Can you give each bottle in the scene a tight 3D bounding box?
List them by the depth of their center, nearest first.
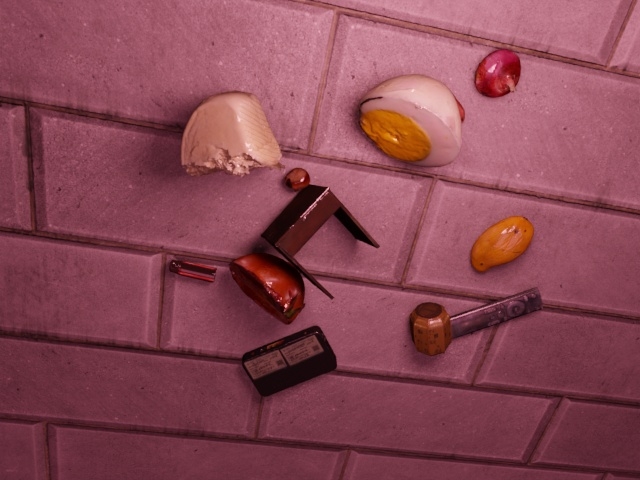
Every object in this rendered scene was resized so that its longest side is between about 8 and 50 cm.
[{"bbox_3d":[-0.459,0.108,1.758,0.164,0.060,0.060,14,114,-10],"label":"bottle"}]

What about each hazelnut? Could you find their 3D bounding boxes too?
[{"bbox_3d":[-0.076,-0.201,1.628,0.086,0.086,0.087,-2,116,-3],"label":"hazelnut"}]

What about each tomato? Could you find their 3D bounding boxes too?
[{"bbox_3d":[-0.164,0.140,1.722,0.170,0.308,0.309,-44,117,-24],"label":"tomato"}]

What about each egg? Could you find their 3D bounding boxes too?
[{"bbox_3d":[0.287,-0.386,1.463,0.336,0.337,0.201,28,75,-16],"label":"egg"}]

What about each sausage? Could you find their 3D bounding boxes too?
[{"bbox_3d":[0.405,-0.425,1.552,0.076,0.076,0.141,-37,113,13],"label":"sausage"}]

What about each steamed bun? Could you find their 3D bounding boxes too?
[{"bbox_3d":[-0.290,-0.294,1.457,0.272,0.290,0.274,-18,98,11],"label":"steamed bun"}]

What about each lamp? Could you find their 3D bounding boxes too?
[{"bbox_3d":[0.425,0.342,1.885,0.161,0.161,0.185,-11,120,1],"label":"lamp"}]

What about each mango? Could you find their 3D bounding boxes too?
[{"bbox_3d":[0.653,0.019,1.766,0.157,0.109,0.262,33,111,-22],"label":"mango"}]

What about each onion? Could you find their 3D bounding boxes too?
[{"bbox_3d":[0.555,-0.494,1.491,0.149,0.140,0.150,-5,133,-5],"label":"onion"}]

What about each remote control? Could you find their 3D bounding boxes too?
[{"bbox_3d":[0.688,0.291,1.940,0.377,0.044,0.107,-20,119,6],"label":"remote control"}]

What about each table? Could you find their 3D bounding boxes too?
[{"bbox_3d":[0.000,0.000,1.621,0.251,0.196,0.282,-47,112,-8],"label":"table"}]

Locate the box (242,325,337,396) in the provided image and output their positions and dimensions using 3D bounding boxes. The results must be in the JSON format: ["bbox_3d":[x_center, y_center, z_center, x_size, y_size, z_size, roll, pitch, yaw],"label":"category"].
[{"bbox_3d":[-0.124,0.489,1.972,0.349,0.058,0.211,-22,114,7],"label":"box"}]
